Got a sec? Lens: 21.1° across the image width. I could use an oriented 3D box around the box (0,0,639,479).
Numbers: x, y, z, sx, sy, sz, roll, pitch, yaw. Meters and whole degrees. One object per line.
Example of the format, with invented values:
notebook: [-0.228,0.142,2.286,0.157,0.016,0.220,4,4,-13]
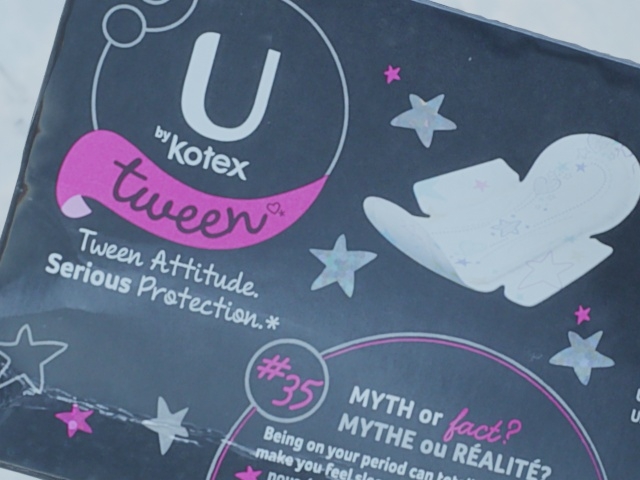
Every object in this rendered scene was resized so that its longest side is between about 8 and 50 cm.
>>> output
box: [0.036,0.020,0.489,0.247,0.163,0.142,16,84,-7]
